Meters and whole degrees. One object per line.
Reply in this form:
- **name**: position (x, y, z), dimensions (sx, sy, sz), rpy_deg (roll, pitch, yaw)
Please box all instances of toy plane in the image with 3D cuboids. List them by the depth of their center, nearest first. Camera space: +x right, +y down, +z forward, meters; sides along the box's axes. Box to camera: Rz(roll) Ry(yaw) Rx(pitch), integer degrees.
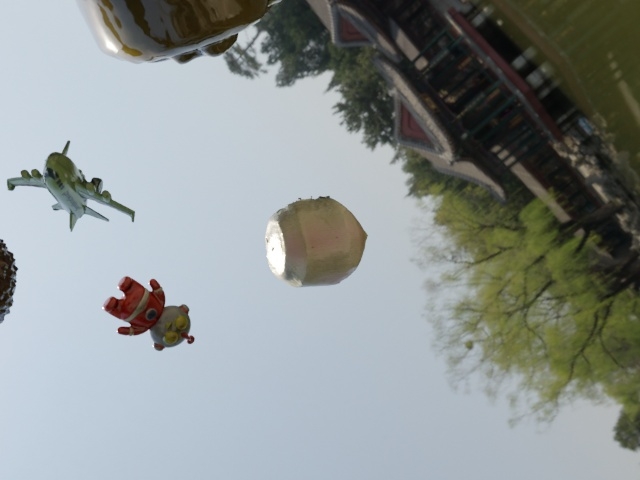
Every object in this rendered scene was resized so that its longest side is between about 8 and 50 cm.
- **toy plane**: position (-0.199, -0.042, 0.437), dimensions (0.102, 0.111, 0.040), rpy_deg (11, -116, -9)

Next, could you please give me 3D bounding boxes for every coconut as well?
- **coconut**: position (0.000, 0.000, 0.662), dimensions (0.125, 0.110, 0.110), rpy_deg (-7, -128, -26)

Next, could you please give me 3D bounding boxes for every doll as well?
- **doll**: position (-0.379, 0.179, 1.270), dimensions (0.076, 0.142, 0.245), rpy_deg (13, 154, 52)

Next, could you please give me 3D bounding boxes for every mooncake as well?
- **mooncake**: position (-0.147, -0.264, 0.574), dimensions (0.234, 0.235, 0.117), rpy_deg (-98, -11, -53)

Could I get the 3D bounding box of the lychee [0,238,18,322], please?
- **lychee**: position (-0.490, 0.050, 0.701), dimensions (0.188, 0.188, 0.188), rpy_deg (39, -156, -21)
